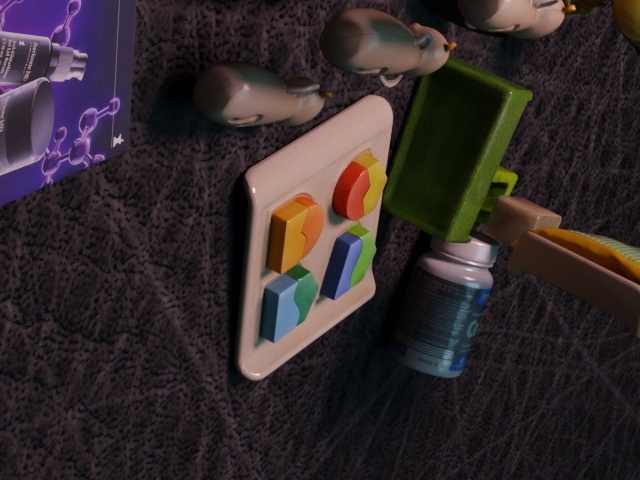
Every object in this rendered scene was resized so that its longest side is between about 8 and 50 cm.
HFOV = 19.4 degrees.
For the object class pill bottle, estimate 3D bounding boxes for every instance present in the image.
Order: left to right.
[{"bbox_3d":[0.122,0.057,1.809,0.078,0.078,0.137,-2,113,-58],"label":"pill bottle"}]

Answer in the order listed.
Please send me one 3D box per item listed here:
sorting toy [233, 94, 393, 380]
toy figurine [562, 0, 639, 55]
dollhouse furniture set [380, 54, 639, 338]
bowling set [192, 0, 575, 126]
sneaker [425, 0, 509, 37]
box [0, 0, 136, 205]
[{"bbox_3d":[0.000,0.000,1.611,0.193,0.038,0.208,-34,138,-42],"label":"sorting toy"},{"bbox_3d":[0.251,-0.353,1.644,0.217,0.191,0.362,1,110,-44],"label":"toy figurine"},{"bbox_3d":[0.237,-0.039,1.694,0.198,0.301,0.151,2,112,-56],"label":"dollhouse furniture set"},{"bbox_3d":[0.033,-0.206,1.382,0.154,0.287,0.199,-2,80,-64],"label":"bowling set"},{"bbox_3d":[0.131,-0.309,1.548,0.314,0.116,0.136,74,38,-58],"label":"sneaker"},{"bbox_3d":[-0.202,-0.157,1.109,0.184,0.103,0.261,-32,137,-48],"label":"box"}]
